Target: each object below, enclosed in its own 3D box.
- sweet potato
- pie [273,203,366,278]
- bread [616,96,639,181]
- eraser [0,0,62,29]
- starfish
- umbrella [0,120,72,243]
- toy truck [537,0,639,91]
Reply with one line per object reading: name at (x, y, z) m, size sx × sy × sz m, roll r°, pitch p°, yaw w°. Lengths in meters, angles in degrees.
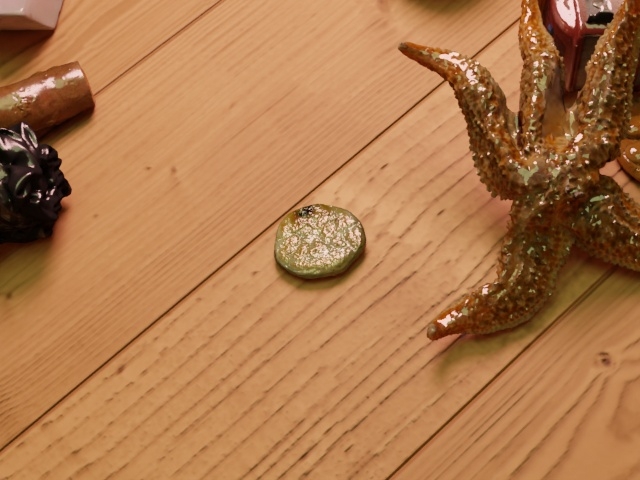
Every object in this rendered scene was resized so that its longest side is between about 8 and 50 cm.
sweet potato at (-0.356, -0.100, 1.124) m, size 0.281 × 0.067 × 0.059 m, roll -25°, pitch 82°, yaw -6°
pie at (0.000, 0.000, 1.037) m, size 0.085 × 0.017 × 0.085 m, roll -4°, pitch 57°, yaw 6°
bread at (0.317, -0.092, 1.040) m, size 0.110 × 0.024 × 0.110 m, roll -4°, pitch 57°, yaw 6°
eraser at (-0.472, -0.298, 1.250) m, size 0.396 × 0.082 × 0.213 m, roll 0°, pitch 60°, yaw 9°
starfish at (0.211, -0.085, 0.966) m, size 0.301 × 0.084 × 0.293 m, roll -11°, pitch 82°, yaw 5°
umbrella at (-0.368, -0.023, 1.061) m, size 0.272 × 0.122 × 0.110 m, roll -13°, pitch 15°, yaw 5°
toy truck at (0.259, -0.269, 1.104) m, size 0.135 × 0.114 × 0.270 m, roll -2°, pitch 59°, yaw 3°
